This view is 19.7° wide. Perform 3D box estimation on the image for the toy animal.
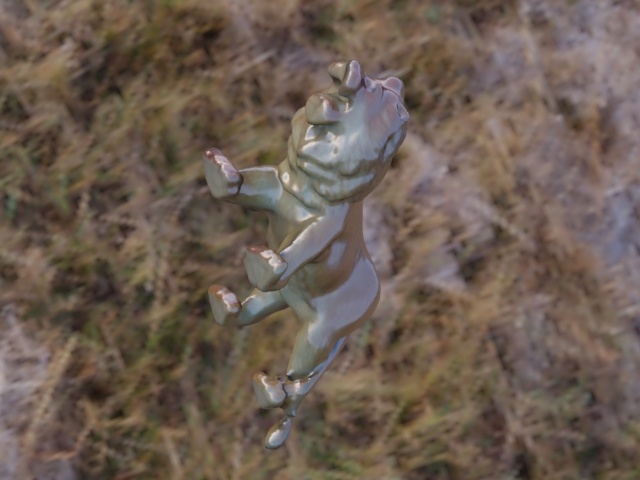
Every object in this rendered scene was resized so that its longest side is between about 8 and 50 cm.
[{"bbox_3d":[0.000,0.000,1.368,0.157,0.312,0.097,-25,49,-22],"label":"toy animal"}]
